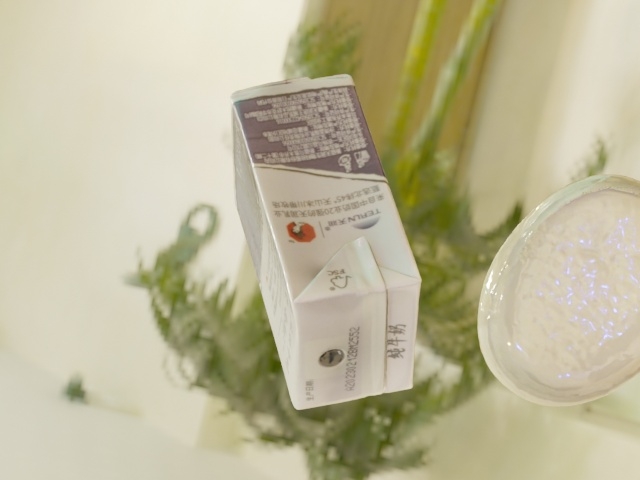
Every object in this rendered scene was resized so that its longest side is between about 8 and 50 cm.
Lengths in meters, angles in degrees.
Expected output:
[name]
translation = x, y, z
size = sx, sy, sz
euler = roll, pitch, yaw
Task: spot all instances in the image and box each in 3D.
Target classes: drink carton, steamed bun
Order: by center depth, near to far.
[drink carton]
translation = 0.000, 0.000, 1.274
size = 0.102, 0.134, 0.222
euler = -8, -130, -10
[steamed bun]
translation = 0.245, 0.048, 1.568
size = 0.177, 0.228, 0.131
euler = 36, -178, 1
